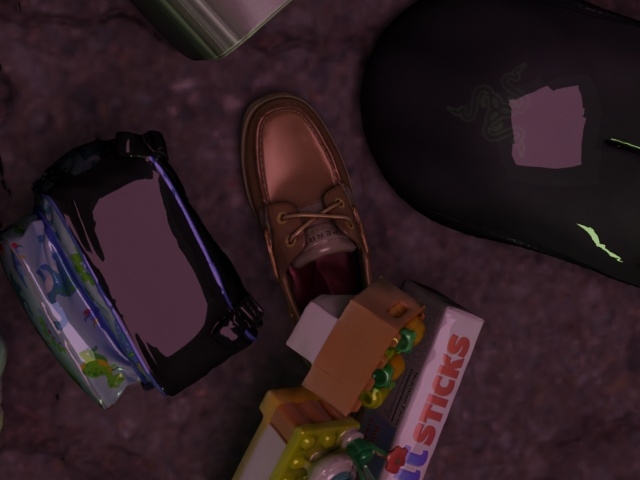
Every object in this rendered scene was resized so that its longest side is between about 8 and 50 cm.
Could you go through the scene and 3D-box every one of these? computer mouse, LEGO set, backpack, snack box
[{"bbox_3d":[0.154,-0.046,0.803,0.272,0.072,0.189,11,97,-14],"label":"computer mouse"},{"bbox_3d":[-0.035,0.155,0.743,0.287,0.107,0.132,-41,145,-1],"label":"LEGO set"},{"bbox_3d":[-0.085,0.011,0.737,0.084,0.114,0.105,-31,101,-5],"label":"backpack"},{"bbox_3d":[0.024,0.109,0.802,0.022,0.064,0.178,20,94,-18],"label":"snack box"}]

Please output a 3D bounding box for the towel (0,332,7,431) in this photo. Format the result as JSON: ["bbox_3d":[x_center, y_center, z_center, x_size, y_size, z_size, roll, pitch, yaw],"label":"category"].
[{"bbox_3d":[-0.261,0.167,0.613,0.090,0.374,0.321,23,94,20],"label":"towel"}]

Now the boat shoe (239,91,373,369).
[{"bbox_3d":[0.000,0.000,0.789,0.050,0.045,0.135,-20,103,-9],"label":"boat shoe"}]

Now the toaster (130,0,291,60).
[{"bbox_3d":[-0.020,-0.164,0.689,0.168,0.185,0.110,-43,100,-4],"label":"toaster"}]
